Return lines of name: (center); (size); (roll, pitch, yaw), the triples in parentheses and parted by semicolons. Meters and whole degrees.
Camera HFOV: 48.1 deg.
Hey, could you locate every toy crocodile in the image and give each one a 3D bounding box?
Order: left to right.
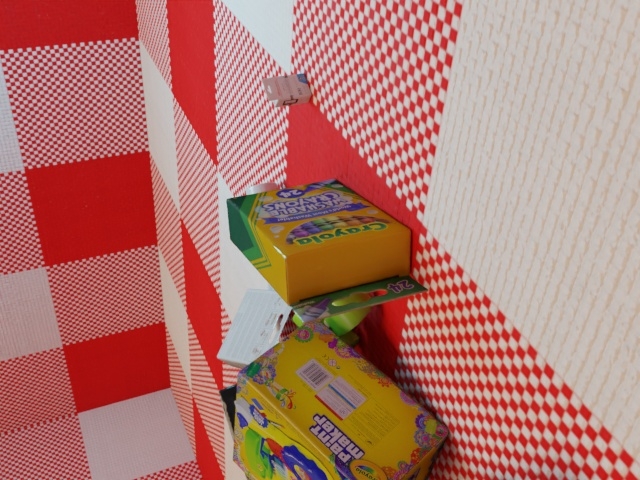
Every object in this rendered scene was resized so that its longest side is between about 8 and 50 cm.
toy crocodile: (0.018, 0.181, 1.318); (0.115, 0.105, 0.341); (44, 153, 18)

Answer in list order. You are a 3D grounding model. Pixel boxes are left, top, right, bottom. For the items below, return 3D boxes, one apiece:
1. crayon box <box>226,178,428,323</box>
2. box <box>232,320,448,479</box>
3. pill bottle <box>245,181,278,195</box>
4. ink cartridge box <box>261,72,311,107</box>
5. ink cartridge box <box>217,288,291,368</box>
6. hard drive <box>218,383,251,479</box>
crayon box: (0.000, 0.000, 1.115); (0.323, 0.203, 0.083); (-139, 42, -56)
box: (0.018, 0.338, 1.174); (0.290, 0.177, 0.279); (37, 141, 27)
pill bottle: (-0.105, -0.033, 1.514); (0.094, 0.094, 0.170); (145, 111, -67)
ink cartridge box: (-0.064, -0.270, 1.293); (0.028, 0.083, 0.048); (127, 128, -63)
ink cartridge box: (-0.134, 0.209, 1.663); (0.232, 0.066, 0.189); (1, 62, 51)
hard drive: (-0.127, 0.435, 1.648); (0.339, 0.064, 0.237); (33, -144, -78)
